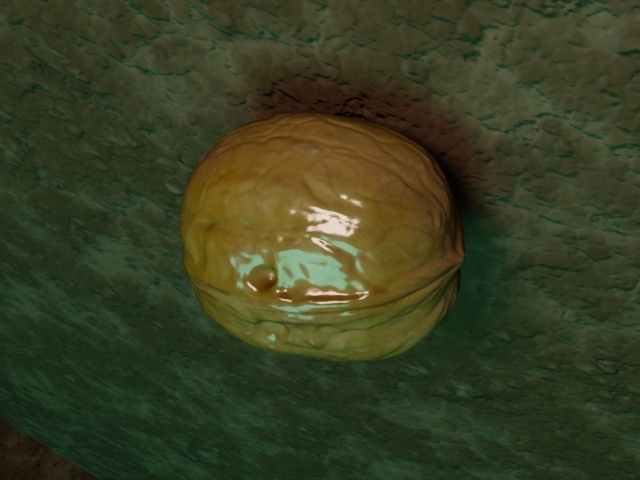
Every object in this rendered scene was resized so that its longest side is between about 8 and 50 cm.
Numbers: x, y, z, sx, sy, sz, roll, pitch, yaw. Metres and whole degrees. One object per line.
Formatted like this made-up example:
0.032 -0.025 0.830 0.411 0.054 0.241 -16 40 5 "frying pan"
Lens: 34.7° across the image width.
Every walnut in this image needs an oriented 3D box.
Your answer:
0.000 0.000 0.782 0.225 0.193 0.193 16 152 22 "walnut"
